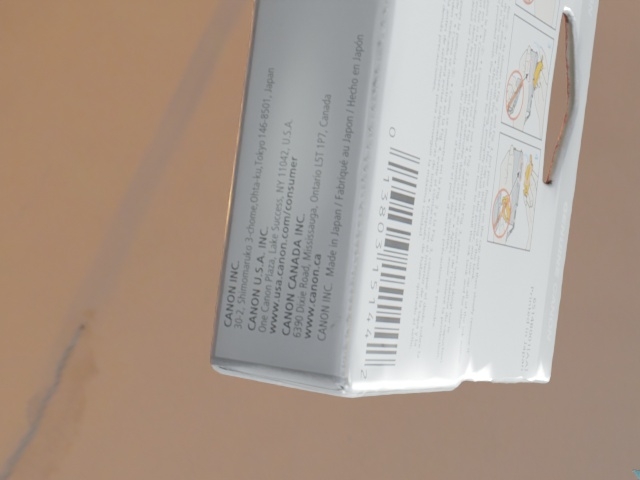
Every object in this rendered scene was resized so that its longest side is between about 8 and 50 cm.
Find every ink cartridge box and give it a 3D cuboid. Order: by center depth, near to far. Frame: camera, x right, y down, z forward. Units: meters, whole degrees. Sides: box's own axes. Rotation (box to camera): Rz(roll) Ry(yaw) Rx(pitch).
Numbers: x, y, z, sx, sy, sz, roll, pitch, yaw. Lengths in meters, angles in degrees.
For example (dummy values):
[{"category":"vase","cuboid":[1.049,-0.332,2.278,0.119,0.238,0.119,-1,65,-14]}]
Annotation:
[{"category":"ink cartridge box","cuboid":[0.056,-0.081,0.651,0.066,0.261,0.296,7,-92,26]}]

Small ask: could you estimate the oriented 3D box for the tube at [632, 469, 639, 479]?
[{"category":"tube","cuboid":[0.342,0.267,1.183,0.207,0.080,0.052,48,-112,-7]}]
